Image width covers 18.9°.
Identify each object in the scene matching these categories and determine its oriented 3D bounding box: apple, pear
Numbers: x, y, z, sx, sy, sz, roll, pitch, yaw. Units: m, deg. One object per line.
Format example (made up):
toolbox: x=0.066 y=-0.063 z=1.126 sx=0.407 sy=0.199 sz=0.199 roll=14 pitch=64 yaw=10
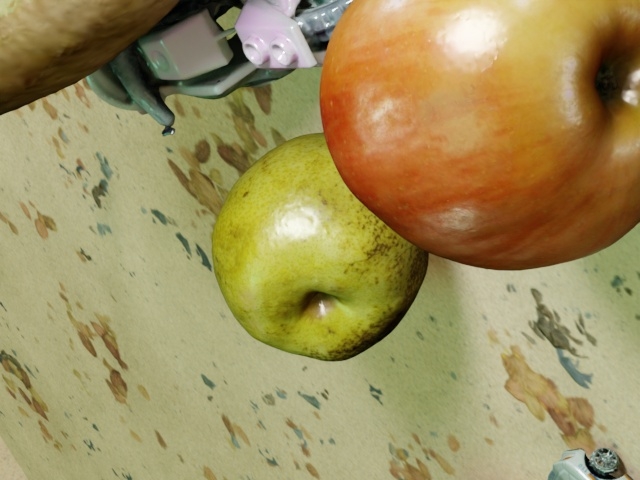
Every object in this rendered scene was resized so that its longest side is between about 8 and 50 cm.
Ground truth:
apple: x=0.133 y=-0.095 z=1.297 sx=0.242 sy=0.242 sz=0.241 roll=59 pitch=152 yaw=-11
pear: x=0.000 y=0.000 z=1.703 sx=0.197 sy=0.197 sz=0.197 roll=40 pitch=151 yaw=27

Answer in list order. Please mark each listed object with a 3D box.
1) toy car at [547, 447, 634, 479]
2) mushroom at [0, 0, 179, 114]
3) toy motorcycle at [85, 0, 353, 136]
toy car: x=0.282 y=0.264 z=1.692 sx=0.205 sy=0.056 sz=0.095 roll=42 pitch=151 yaw=24
mushroom: x=-0.196 y=-0.227 z=1.508 sx=0.314 sy=0.224 sz=0.397 roll=28 pitch=100 yaw=33
toy motorcycle: x=-0.082 y=-0.175 z=1.608 sx=0.327 sy=0.188 sz=0.143 roll=12 pitch=136 yaw=54
